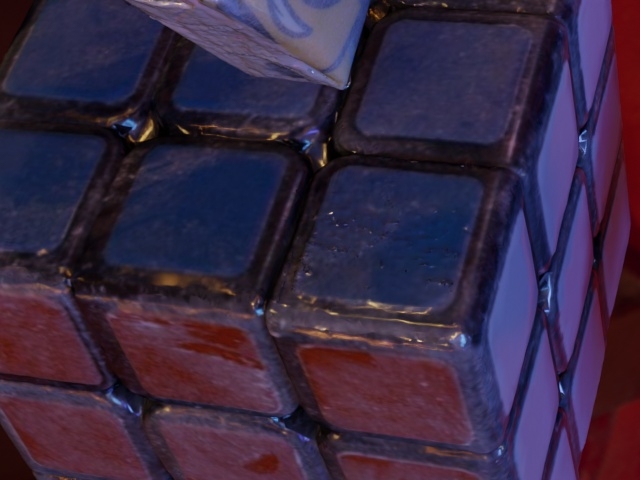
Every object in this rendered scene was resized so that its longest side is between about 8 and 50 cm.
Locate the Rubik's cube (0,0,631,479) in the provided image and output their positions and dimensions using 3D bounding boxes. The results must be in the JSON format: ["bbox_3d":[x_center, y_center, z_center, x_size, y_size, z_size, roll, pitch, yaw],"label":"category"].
[{"bbox_3d":[0.000,0.000,0.953,0.305,0.301,0.304,8,144,18],"label":"Rubik's cube"}]

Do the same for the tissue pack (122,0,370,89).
[{"bbox_3d":[-0.015,-0.148,0.687,0.060,0.108,0.148,13,83,33],"label":"tissue pack"}]
